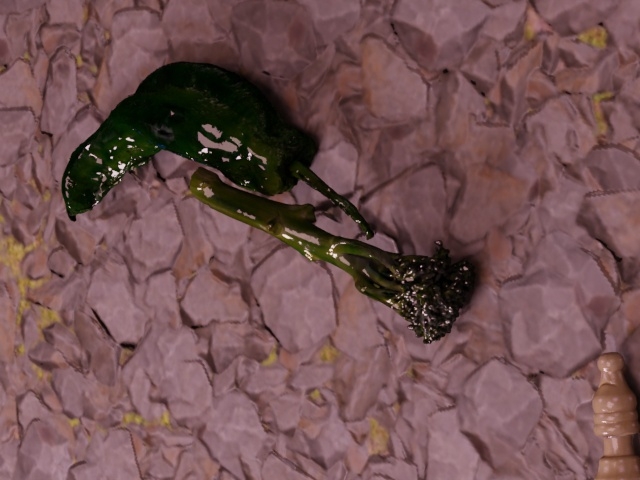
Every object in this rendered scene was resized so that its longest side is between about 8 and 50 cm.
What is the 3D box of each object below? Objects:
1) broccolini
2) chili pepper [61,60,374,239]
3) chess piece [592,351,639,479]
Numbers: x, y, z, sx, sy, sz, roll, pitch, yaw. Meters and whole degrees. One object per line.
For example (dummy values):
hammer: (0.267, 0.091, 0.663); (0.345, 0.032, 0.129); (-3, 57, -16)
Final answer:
broccolini: (-0.001, 0.002, 1.313); (0.216, 0.058, 0.067); (25, 123, 17)
chili pepper: (-0.088, -0.066, 1.406); (0.279, 0.065, 0.122); (7, 111, 39)
chess piece: (0.187, 0.117, 1.227); (0.035, 0.035, 0.092); (-8, 85, 38)
